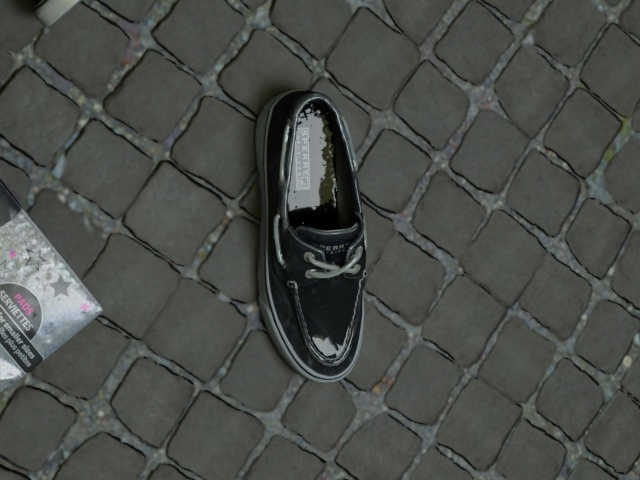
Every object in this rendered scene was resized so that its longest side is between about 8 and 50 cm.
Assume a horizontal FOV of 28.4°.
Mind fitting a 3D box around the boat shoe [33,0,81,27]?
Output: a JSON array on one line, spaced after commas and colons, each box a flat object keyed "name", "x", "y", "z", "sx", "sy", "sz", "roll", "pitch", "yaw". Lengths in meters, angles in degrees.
[{"name": "boat shoe", "x": -0.207, "y": -0.295, "z": 1.172, "sx": 0.070, "sy": 0.078, "sz": 0.219, "roll": 40, "pitch": 73, "yaw": -20}]

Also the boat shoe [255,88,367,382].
[{"name": "boat shoe", "x": 0.000, "y": 0.000, "z": 1.257, "sx": 0.108, "sy": 0.102, "sz": 0.301, "roll": -6, "pitch": 97, "yaw": -20}]

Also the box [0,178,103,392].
[{"name": "box", "x": -0.326, "y": 0.002, "z": 1.103, "sx": 0.142, "sy": 0.163, "sz": 0.247, "roll": -41, "pitch": 106, "yaw": -14}]
